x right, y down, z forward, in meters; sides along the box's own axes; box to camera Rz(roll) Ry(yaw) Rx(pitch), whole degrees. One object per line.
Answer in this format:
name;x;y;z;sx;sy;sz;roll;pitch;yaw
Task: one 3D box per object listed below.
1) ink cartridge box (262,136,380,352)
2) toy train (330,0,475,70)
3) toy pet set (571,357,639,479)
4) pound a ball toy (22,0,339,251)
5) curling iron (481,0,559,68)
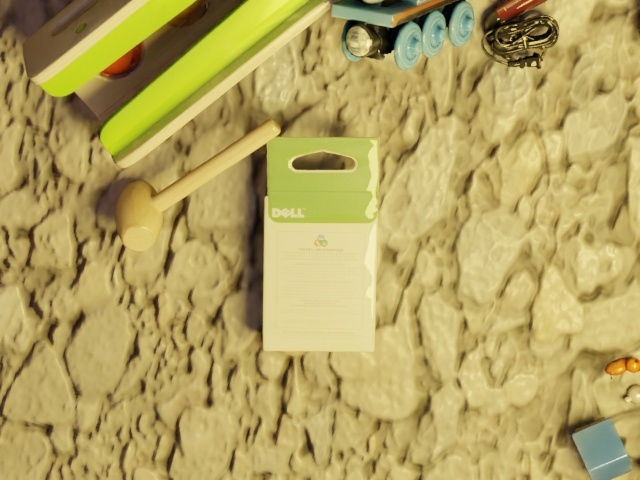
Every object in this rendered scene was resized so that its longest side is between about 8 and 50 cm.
ink cartridge box;0.000;0.000;1.335;0.108;0.062;0.209;1;103;-1
toy train;0.078;-0.216;1.231;0.080;0.184;0.105;14;116;31
toy pet set;0.307;0.186;1.379;0.114;0.065;0.122;-24;102;5
pound a ball toy;-0.118;-0.170;1.276;0.319;0.136;0.208;-38;123;9
curling iron;0.267;-0.251;1.292;0.274;0.035;0.068;-37;105;8
